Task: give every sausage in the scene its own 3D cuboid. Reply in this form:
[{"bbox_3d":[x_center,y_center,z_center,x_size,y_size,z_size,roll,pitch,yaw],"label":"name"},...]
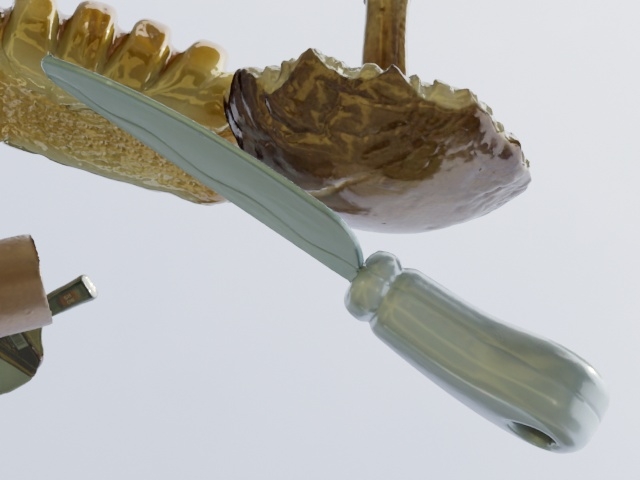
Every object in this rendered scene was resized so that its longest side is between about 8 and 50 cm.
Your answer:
[{"bbox_3d":[-0.462,0.075,1.492,0.123,0.253,0.123,166,-90,-71],"label":"sausage"}]

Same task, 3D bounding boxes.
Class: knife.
[{"bbox_3d":[0.001,0.000,0.594,0.331,0.080,0.044,35,-106,-3],"label":"knife"}]

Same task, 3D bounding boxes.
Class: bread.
[{"bbox_3d":[-0.176,-0.130,1.103,0.173,0.311,0.121,121,-17,-53],"label":"bread"}]

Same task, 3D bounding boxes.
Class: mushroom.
[{"bbox_3d":[0.034,-0.148,0.911,0.233,0.208,0.301,-6,-82,43],"label":"mushroom"}]

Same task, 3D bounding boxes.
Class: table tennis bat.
[{"bbox_3d":[-0.431,0.120,1.676,0.301,0.022,0.173,-24,-73,22],"label":"table tennis bat"}]
